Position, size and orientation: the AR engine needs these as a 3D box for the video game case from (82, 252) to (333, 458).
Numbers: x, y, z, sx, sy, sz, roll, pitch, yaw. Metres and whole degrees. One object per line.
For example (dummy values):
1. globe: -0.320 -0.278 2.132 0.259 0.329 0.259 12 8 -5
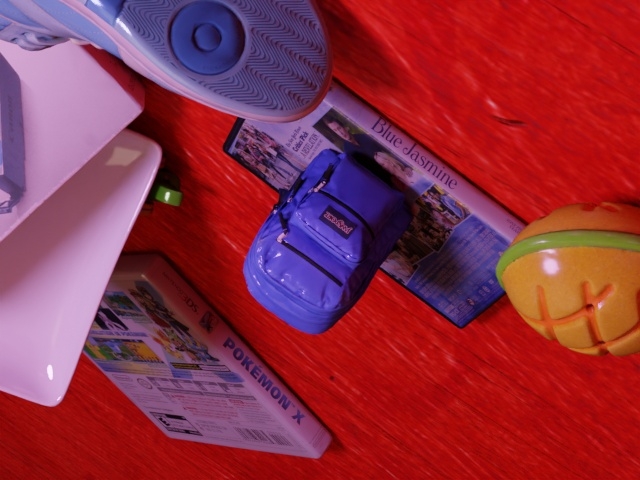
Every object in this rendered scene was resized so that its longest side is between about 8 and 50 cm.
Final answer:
1. video game case: -0.175 0.129 1.784 0.300 0.036 0.329 48 153 -24

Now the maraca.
1. maraca: 0.209 0.029 1.056 0.185 0.099 0.127 11 157 -6

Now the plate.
1. plate: -0.314 -0.017 1.403 0.278 0.277 0.045 20 -161 -12

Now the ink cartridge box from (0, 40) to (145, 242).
1. ink cartridge box: -0.338 -0.110 1.307 0.261 0.296 0.066 45 -168 -18

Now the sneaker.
1. sneaker: -0.142 -0.174 1.137 0.319 0.127 0.208 34 165 -4

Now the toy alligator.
1. toy alligator: -0.189 -0.066 1.453 0.189 0.056 0.051 20 -169 31

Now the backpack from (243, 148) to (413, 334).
1. backpack: 0.000 0.000 1.183 0.098 0.120 0.101 35 156 6

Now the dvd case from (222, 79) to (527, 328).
1. dvd case: 0.044 -0.036 1.236 0.253 0.022 0.180 37 156 -1
